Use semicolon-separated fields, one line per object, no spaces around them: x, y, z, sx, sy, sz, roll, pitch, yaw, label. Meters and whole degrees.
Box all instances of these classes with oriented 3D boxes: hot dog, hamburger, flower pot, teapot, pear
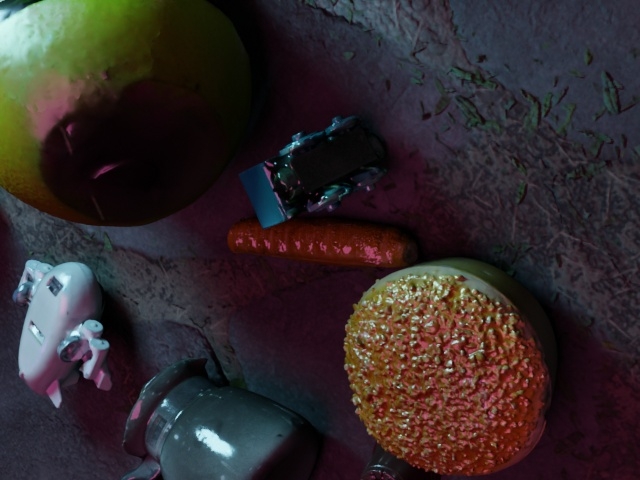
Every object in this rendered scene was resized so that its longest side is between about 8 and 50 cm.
-0.001;0.000;1.586;0.288;0.083;0.068;7;91;28;hot dog
0.169;0.164;1.475;0.301;0.170;0.302;12;119;23;hamburger
0.106;0.341;1.634;0.111;0.089;0.111;10;112;27;flower pot
-0.181;0.333;1.733;0.285;0.223;0.305;34;122;25;teapot
-0.267;-0.147;1.470;0.399;0.398;0.165;-61;32;31;pear

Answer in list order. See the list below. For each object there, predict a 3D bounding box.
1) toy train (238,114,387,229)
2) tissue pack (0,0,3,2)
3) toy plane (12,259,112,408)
-0.009;-0.089;1.490;0.154;0.198;0.107;-21;95;47;toy train
-0.353;-0.312;1.603;0.266;0.194;0.357;35;122;11;tissue pack
-0.423;0.149;1.853;0.266;0.122;0.267;11;105;44;toy plane
